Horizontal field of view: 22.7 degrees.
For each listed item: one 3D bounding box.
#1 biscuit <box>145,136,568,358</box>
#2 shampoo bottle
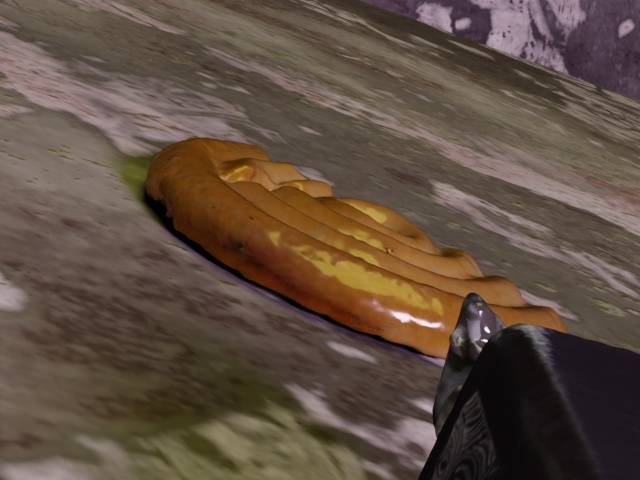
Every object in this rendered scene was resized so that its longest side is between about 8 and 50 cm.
[{"bbox_3d":[0.000,-0.001,0.739,0.224,0.033,0.144,30,14,32],"label":"biscuit"},{"bbox_3d":[0.055,0.088,0.327,0.071,0.098,0.309,17,13,-4],"label":"shampoo bottle"}]
